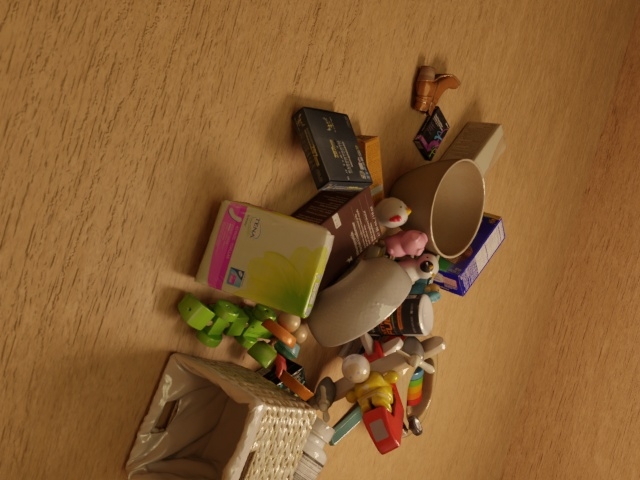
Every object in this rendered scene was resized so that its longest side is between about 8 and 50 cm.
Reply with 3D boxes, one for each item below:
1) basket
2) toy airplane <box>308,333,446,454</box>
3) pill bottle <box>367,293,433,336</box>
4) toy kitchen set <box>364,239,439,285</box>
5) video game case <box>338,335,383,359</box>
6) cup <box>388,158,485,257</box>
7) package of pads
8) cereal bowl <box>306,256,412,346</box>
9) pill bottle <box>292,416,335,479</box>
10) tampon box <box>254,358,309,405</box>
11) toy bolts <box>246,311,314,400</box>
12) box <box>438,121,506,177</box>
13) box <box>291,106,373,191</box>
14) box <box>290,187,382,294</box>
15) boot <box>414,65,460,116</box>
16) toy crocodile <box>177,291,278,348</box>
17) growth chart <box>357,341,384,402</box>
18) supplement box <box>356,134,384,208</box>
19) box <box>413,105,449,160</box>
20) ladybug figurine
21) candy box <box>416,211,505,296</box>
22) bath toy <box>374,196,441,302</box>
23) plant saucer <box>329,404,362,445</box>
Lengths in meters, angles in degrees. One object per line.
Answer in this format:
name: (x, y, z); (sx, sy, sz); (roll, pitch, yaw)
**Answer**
basket: (-0.243, 0.493, 1.344); (0.266, 0.331, 0.328); (27, 82, -53)
toy airplane: (0.160, 0.420, 1.693); (0.272, 0.384, 0.386); (46, 67, -35)
pill bottle: (0.217, 0.235, 1.696); (0.130, 0.246, 0.130); (17, 70, -58)
toy kitchen set: (0.267, 0.086, 1.810); (0.166, 0.207, 0.122); (-15, 119, -64)
video game case: (0.155, 0.356, 1.930); (0.173, 0.022, 0.190); (43, 70, -44)
cup: (0.374, -0.126, 1.851); (0.331, 0.237, 0.331); (-16, 114, -42)
package of pads: (-0.133, 0.039, 1.345); (0.101, 0.297, 0.229); (36, 73, -83)
cereal bowl: (0.093, 0.154, 1.606); (0.339, 0.339, 0.141); (-40, 101, -31)
pill bottle: (-0.092, 0.686, 1.660); (0.318, 0.176, 0.176); (-55, 134, -19)
tampon box: (-0.117, 0.450, 1.616); (0.120, 0.101, 0.161); (-26, 121, -38)
toy bolts: (-0.072, 0.296, 1.449); (0.158, 0.218, 0.228); (-50, 176, -12)
box: (0.564, -0.306, 2.062); (0.311, 0.148, 0.121); (-50, 133, -21)
box: (0.035, -0.250, 1.505); (0.183, 0.059, 0.232); (-4, 69, -45)
box: (0.000, 0.000, 1.575); (0.381, 0.143, 0.191); (-40, 128, -29)
boot: (0.399, -0.506, 1.884); (0.197, 0.073, 0.152); (6, 97, -35)
toy crocodile: (-0.227, 0.210, 1.436); (0.341, 0.105, 0.115); (17, 112, -50)
growth chart: (0.203, 0.513, 2.030); (0.237, 0.021, 0.172); (-55, 135, -18)
supplement box: (0.145, -0.210, 1.704); (0.080, 0.078, 0.233); (-30, 123, -37)
box: (0.403, -0.385, 1.954); (0.116, 0.029, 0.162); (44, 69, -44)
ladybug figurine: (0.302, 0.506, 1.991); (0.305, 0.162, 0.449); (-19, 119, -45)
candy box: (0.475, 0.018, 1.977); (0.317, 0.268, 0.122); (-47, 136, -27)
bath toy: (0.277, 0.029, 1.700); (0.151, 0.129, 0.348); (-24, 107, -4)
plant saucer: (0.103, 0.661, 1.958); (0.192, 0.018, 0.067); (-33, 127, -28)
